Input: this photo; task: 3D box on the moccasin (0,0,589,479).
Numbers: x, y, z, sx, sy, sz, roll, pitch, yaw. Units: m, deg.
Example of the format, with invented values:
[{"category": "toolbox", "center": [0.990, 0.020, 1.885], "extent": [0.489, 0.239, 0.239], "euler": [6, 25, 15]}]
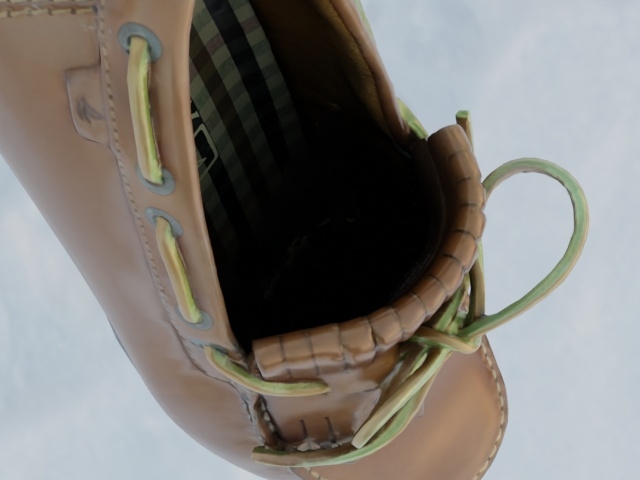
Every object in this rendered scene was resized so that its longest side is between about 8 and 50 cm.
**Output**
[{"category": "moccasin", "center": [0.002, -0.002, 0.665], "extent": [0.139, 0.147, 0.380], "euler": [-52, 144, -23]}]
